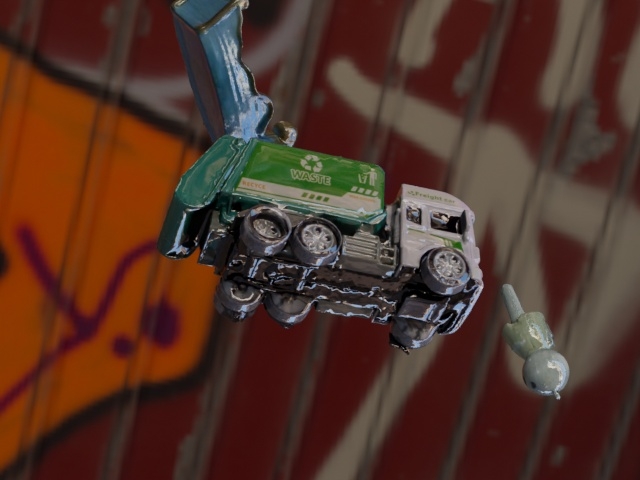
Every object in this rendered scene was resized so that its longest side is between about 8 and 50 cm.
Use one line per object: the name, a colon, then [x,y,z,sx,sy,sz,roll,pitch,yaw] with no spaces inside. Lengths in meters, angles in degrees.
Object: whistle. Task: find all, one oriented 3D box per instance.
whistle: [0.156,0.076,1.299,0.100,0.035,0.035,67,-30,31]

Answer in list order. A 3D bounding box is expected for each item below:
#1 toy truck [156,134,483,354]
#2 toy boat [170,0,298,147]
toy truck: [0.000,0.000,1.403,0.114,0.253,0.124,115,-19,-52]
toy boat: [-0.068,-0.141,1.510,0.075,0.077,0.185,42,-26,47]
